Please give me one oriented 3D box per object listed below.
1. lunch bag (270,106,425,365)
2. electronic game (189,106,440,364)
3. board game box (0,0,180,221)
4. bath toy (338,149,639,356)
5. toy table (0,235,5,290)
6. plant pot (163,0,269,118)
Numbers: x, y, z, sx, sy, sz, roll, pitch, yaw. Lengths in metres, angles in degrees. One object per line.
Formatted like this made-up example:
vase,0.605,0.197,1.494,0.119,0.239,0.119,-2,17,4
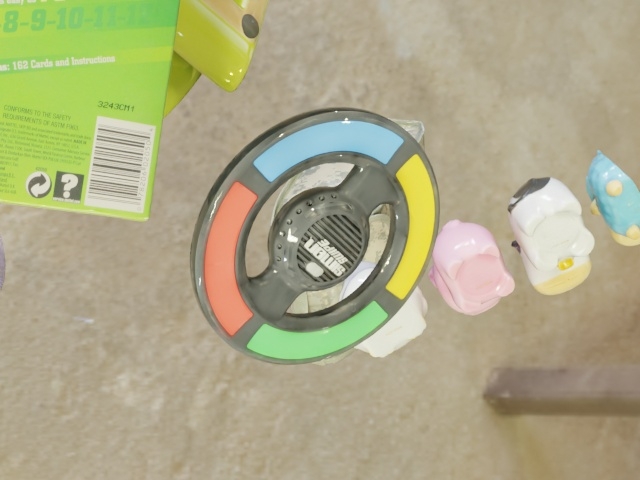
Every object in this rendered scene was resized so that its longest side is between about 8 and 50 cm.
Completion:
lunch bag,0.039,0.002,1.626,0.235,0.168,0.287,81,29,-46
electronic game,0.000,0.000,0.997,0.229,0.048,0.229,-14,121,-25
board game box,-0.136,-0.147,0.661,0.124,0.039,0.260,8,94,-32
bath toy,0.176,0.019,1.317,0.348,0.129,0.151,-23,121,-3
toy table,-0.563,0.035,1.708,0.252,0.161,0.274,51,13,-24
plant pot,-0.155,-0.219,0.874,0.227,0.207,0.228,38,53,-38
